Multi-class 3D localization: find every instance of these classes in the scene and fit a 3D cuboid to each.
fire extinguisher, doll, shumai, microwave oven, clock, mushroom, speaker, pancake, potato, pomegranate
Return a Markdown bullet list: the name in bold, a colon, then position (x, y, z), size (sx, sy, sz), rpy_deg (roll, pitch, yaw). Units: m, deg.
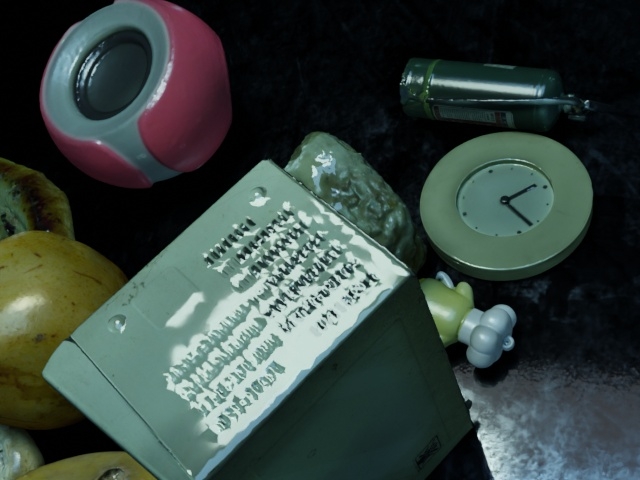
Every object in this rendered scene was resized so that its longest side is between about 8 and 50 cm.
- **fire extinguisher**: position (0.263, -0.203, 1.280), size (0.294, 0.118, 0.093), rpy_deg (11, 97, 26)
- **doll**: position (0.170, 0.101, 1.135), size (0.162, 0.062, 0.106), rpy_deg (23, 72, 30)
- **shumai**: position (0.000, 0.000, 1.152), size (0.222, 0.260, 0.225), rpy_deg (-40, 70, -8)
- **microwave oven**: position (-0.047, 0.163, 0.961), size (0.333, 0.394, 0.247), rpy_deg (-45, 56, -13)
- **clock**: position (0.253, -0.051, 1.231), size (0.235, 0.029, 0.235), rpy_deg (-8, 54, 12)
- **mushroom**: position (-0.425, 0.309, 1.168), size (0.148, 0.112, 0.148), rpy_deg (-11, 47, 12)
- **speaker**: position (-0.282, -0.220, 1.371), size (0.294, 0.294, 0.294), rpy_deg (-9, 56, 13)
- **pancake**: position (-0.540, 0.002, 1.437), size (0.305, 0.067, 0.426), rpy_deg (-26, 55, 3)
- **potato**: position (-0.282, 0.332, 1.086), size (0.234, 0.146, 0.150), rpy_deg (-5, 63, -11)
- **pomegranate**: position (-0.376, 0.116, 1.183), size (0.264, 0.264, 0.264), rpy_deg (-9, 56, 13)
